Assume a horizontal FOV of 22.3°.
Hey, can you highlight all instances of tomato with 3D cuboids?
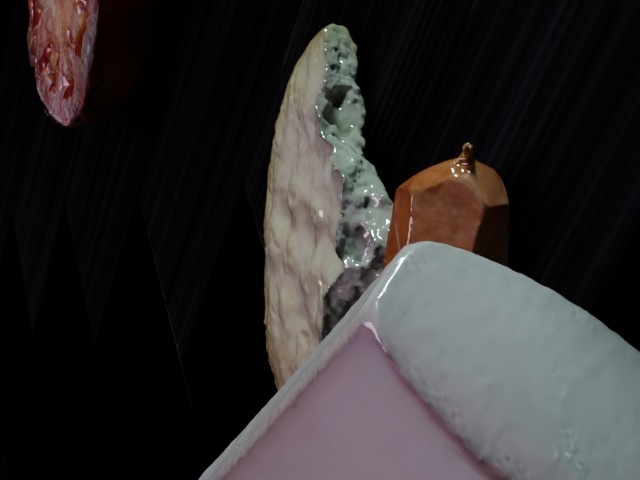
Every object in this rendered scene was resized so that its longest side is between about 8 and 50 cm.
[{"bbox_3d":[-0.196,-0.208,1.435,0.225,0.085,0.225,-179,90,-64],"label":"tomato"}]

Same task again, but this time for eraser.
[{"bbox_3d":[0.046,0.123,0.714,0.095,0.174,0.270,-54,1,-34],"label":"eraser"}]

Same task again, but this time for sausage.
[{"bbox_3d":[0.060,0.034,0.812,0.065,0.065,0.169,-161,74,-67],"label":"sausage"}]

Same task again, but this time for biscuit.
[{"bbox_3d":[0.000,0.000,0.999,0.188,0.040,0.266,180,92,-70],"label":"biscuit"}]
